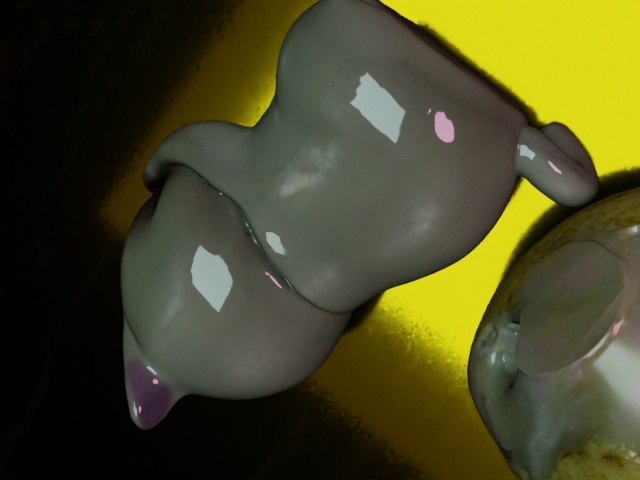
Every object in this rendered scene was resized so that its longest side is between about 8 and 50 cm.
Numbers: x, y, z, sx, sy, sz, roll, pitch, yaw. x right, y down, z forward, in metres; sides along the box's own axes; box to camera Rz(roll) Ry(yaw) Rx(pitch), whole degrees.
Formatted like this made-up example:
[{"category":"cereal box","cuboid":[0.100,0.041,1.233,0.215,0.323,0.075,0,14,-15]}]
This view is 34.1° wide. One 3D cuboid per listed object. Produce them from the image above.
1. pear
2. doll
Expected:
[{"category":"pear","cuboid":[0.243,0.088,0.737,0.271,0.271,0.271,2,98,14]},{"category":"doll","cuboid":[-0.003,-0.031,0.801,0.370,0.215,0.226,-34,88,17]}]
